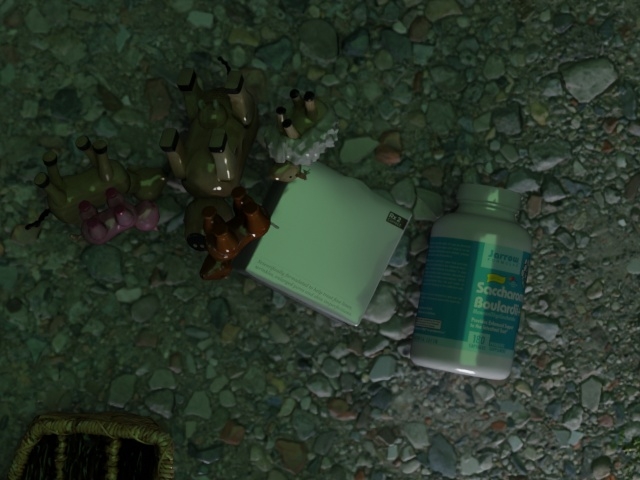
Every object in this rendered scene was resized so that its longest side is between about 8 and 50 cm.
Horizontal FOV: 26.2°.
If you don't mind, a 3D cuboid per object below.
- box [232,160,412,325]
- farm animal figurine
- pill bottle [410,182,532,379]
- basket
[{"bbox_3d":[0.000,0.000,1.907,0.181,0.119,0.182,27,83,-11],"label":"box"},{"bbox_3d":[-0.175,-0.082,1.824,0.330,0.172,0.327,20,65,23],"label":"farm animal figurine"},{"bbox_3d":[0.217,0.057,1.942,0.146,0.146,0.264,10,87,-13],"label":"pill bottle"},{"bbox_3d":[-0.310,0.374,1.777,0.213,0.223,0.299,5,89,-13],"label":"basket"}]
